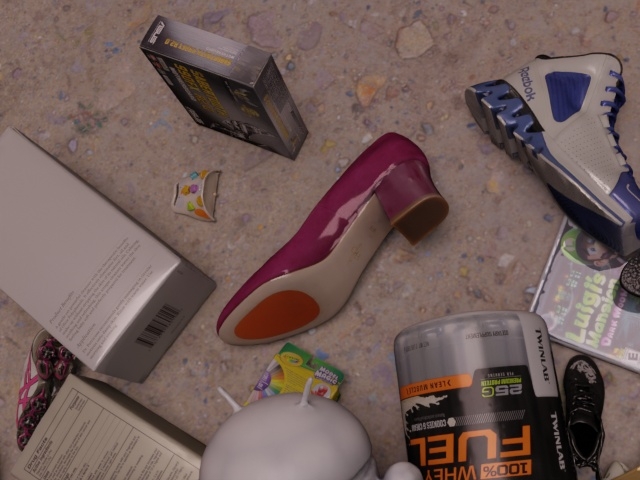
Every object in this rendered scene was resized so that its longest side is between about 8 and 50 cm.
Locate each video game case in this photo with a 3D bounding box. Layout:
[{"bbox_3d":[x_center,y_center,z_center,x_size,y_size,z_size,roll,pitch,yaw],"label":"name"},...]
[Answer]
[{"bbox_3d":[0.381,0.061,1.060,0.173,0.022,0.190,20,80,18],"label":"video game case"}]

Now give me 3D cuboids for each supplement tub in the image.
[{"bbox_3d":[0.199,0.253,0.959,0.194,0.193,0.316,-10,72,11],"label":"supplement tub"}]

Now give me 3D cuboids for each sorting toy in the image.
[{"bbox_3d":[-0.197,-0.072,1.236,0.075,0.045,0.083,-5,72,32],"label":"sorting toy"}]

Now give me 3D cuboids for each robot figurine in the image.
[{"bbox_3d":[-0.019,0.326,0.917,0.300,0.200,0.353,-13,97,14],"label":"robot figurine"}]

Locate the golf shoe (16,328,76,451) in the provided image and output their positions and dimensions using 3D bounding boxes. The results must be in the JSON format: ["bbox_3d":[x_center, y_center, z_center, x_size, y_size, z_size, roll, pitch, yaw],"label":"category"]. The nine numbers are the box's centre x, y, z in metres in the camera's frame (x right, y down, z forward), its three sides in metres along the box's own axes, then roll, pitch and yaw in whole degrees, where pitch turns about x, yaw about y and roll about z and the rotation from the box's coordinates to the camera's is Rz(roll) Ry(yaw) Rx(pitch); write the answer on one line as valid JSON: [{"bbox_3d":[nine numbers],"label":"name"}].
[{"bbox_3d":[-0.410,0.221,1.194,0.086,0.067,0.186,9,85,56],"label":"golf shoe"}]

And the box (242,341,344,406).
[{"bbox_3d":[-0.050,0.236,1.094,0.105,0.043,0.179,28,74,20],"label":"box"}]

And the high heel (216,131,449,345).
[{"bbox_3d":[0.000,0.000,1.150,0.377,0.127,0.181,-32,41,8],"label":"high heel"}]

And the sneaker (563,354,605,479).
[{"bbox_3d":[0.327,0.222,0.992,0.051,0.089,0.170,1,75,14],"label":"sneaker"}]

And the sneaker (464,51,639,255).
[{"bbox_3d":[0.352,-0.150,1.061,0.182,0.127,0.315,-37,60,1],"label":"sneaker"}]

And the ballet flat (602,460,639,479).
[{"bbox_3d":[0.397,0.288,0.976,0.232,0.080,0.073,-29,42,1],"label":"ballet flat"}]

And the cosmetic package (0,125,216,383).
[{"bbox_3d":[-0.363,0.020,1.183,0.365,0.155,0.197,37,85,21],"label":"cosmetic package"}]

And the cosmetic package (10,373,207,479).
[{"bbox_3d":[-0.239,0.326,1.088,0.309,0.113,0.160,28,82,20],"label":"cosmetic package"}]

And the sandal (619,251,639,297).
[{"bbox_3d":[0.457,0.022,1.027,0.179,0.040,0.067,-31,74,-13],"label":"sandal"}]

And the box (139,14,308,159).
[{"bbox_3d":[-0.130,-0.212,1.152,0.183,0.231,0.056,23,78,18],"label":"box"}]
